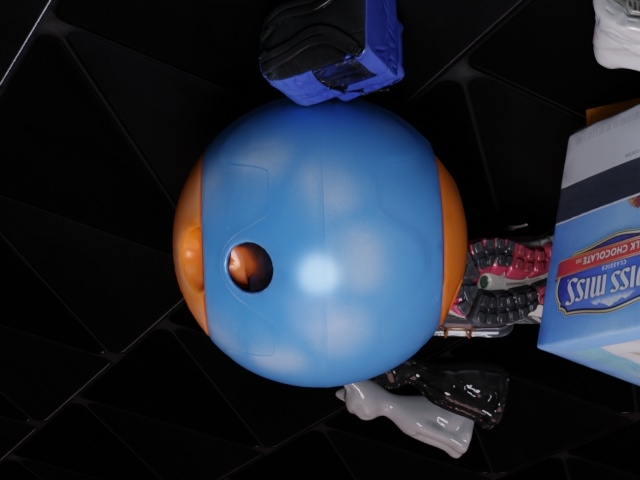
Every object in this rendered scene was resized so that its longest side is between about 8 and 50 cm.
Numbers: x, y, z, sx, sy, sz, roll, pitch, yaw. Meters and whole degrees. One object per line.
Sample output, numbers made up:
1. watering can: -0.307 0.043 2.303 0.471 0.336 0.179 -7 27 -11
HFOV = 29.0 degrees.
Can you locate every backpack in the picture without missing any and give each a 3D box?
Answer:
1. backpack: 0.010 -0.170 1.112 0.120 0.098 0.101 -14 148 29

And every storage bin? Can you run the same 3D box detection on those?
1. storage bin: 0.164 0.060 1.485 0.135 0.098 0.091 1 139 10

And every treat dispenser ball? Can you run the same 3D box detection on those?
1. treat dispenser ball: 0.000 0.000 1.211 0.288 0.288 0.288 5 150 3

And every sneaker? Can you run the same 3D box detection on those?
1. sneaker: 0.228 0.037 1.390 0.299 0.121 0.112 6 178 -35
2. sneaker: 0.346 -0.174 1.068 0.232 0.090 0.115 12 157 8

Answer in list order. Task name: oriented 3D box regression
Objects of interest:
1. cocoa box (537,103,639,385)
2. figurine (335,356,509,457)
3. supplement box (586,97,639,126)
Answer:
1. cocoa box: 0.413 0.033 1.132 0.347 0.228 0.231 21 160 -23
2. figurine: 0.135 0.219 1.774 0.209 0.092 0.215 19 149 -5
3. supplement box: 0.311 -0.097 1.237 0.062 0.036 0.098 -12 145 29
